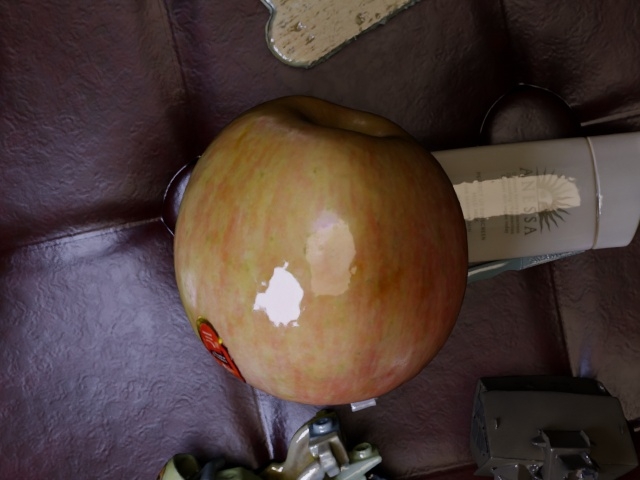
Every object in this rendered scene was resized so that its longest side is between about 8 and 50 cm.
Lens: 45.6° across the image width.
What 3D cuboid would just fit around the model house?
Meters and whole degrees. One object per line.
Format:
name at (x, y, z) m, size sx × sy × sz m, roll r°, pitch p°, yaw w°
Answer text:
model house at (0.336, 0.325, 1.106) m, size 0.211 × 0.243 × 0.205 m, roll 2°, pitch 97°, yaw 0°

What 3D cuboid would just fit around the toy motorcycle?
toy motorcycle at (-0.085, 0.405, 1.165) m, size 0.410 × 0.169 × 0.237 m, roll -16°, pitch 104°, yaw -3°

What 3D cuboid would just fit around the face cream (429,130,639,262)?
face cream at (0.315, -0.061, 1.135) m, size 0.348 × 0.081 × 0.174 m, roll -5°, pitch 98°, yaw 1°

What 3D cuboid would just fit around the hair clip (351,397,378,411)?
hair clip at (0.031, 0.161, 1.189) m, size 0.140 × 0.054 × 0.220 m, roll -20°, pitch 93°, yaw 8°

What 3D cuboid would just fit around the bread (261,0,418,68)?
bread at (0.027, -0.392, 1.104) m, size 0.286 × 0.056 × 0.207 m, roll -28°, pitch 100°, yaw 4°

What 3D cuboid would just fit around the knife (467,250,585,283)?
knife at (0.305, 0.035, 1.182) m, size 0.210 × 0.015 × 0.028 m, roll -17°, pitch 91°, yaw 2°

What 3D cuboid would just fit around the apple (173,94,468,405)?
apple at (0.000, 0.000, 0.994) m, size 0.391 × 0.391 × 0.347 m, roll 9°, pitch 117°, yaw -1°
